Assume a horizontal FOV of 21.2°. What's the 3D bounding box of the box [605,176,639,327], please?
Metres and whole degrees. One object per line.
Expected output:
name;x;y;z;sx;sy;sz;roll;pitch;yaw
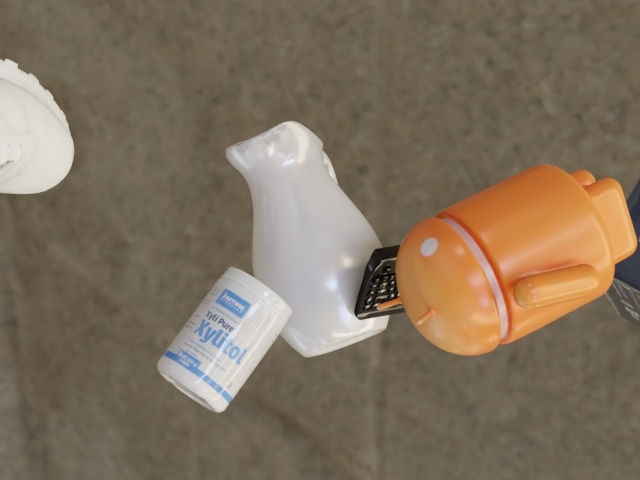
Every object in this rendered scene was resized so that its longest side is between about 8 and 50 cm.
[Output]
box;0.533;0.018;1.780;0.395;0.293;0.212;30;174;26

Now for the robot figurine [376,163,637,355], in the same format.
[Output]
robot figurine;0.157;0.017;1.437;0.158;0.219;0.128;55;162;30

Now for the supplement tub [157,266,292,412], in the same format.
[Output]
supplement tub;-0.081;0.084;1.441;0.071;0.107;0.071;33;168;8

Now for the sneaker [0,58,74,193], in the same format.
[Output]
sneaker;-0.225;-0.065;0.998;0.090;0.235;0.095;-39;56;16

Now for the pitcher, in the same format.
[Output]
pitcher;0.000;0.000;1.644;0.125;0.178;0.207;-23;81;22

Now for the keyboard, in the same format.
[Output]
keyboard;0.121;0.025;1.576;0.038;0.192;0.100;38;126;41
